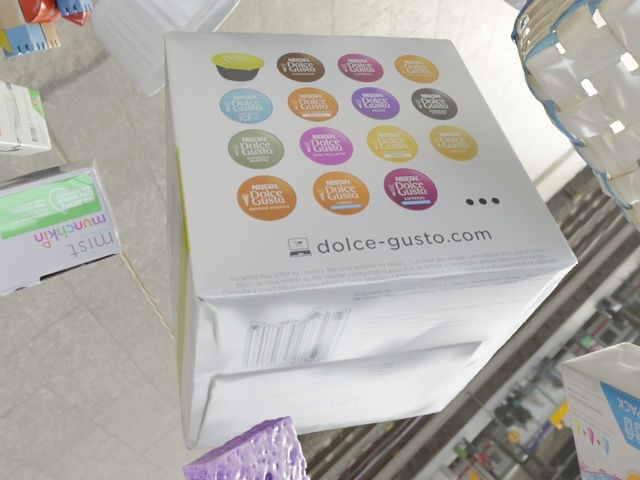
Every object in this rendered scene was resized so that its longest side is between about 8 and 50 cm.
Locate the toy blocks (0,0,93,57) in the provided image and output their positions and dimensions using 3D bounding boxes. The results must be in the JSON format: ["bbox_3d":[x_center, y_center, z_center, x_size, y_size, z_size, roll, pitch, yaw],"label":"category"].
[{"bbox_3d":[-0.608,-0.474,1.178,0.191,0.380,0.261,-74,152,-68],"label":"toy blocks"}]

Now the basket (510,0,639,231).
[{"bbox_3d":[0.292,-0.152,0.506,0.201,0.255,0.289,-35,-166,35],"label":"basket"}]

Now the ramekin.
[{"bbox_3d":[-0.205,-0.343,0.848,0.127,0.273,0.273,40,94,-24],"label":"ramekin"}]

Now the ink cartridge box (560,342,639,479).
[{"bbox_3d":[0.237,0.175,0.422,0.061,0.182,0.104,-15,-172,-10],"label":"ink cartridge box"}]

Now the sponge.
[{"bbox_3d":[-0.031,0.255,0.473,0.031,0.210,0.117,-21,174,25],"label":"sponge"}]

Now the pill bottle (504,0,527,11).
[{"bbox_3d":[0.442,-0.573,1.110,0.169,0.169,0.302,-15,148,-50],"label":"pill bottle"}]

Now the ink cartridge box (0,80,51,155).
[{"bbox_3d":[-0.733,-0.281,1.400,0.086,0.153,0.208,-11,-179,10],"label":"ink cartridge box"}]

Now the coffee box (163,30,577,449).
[{"bbox_3d":[0.000,0.000,0.703,0.337,0.335,0.338,-4,144,-16],"label":"coffee box"}]

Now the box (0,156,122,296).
[{"bbox_3d":[-0.422,-0.015,0.835,0.261,0.231,0.127,-18,106,-15],"label":"box"}]
